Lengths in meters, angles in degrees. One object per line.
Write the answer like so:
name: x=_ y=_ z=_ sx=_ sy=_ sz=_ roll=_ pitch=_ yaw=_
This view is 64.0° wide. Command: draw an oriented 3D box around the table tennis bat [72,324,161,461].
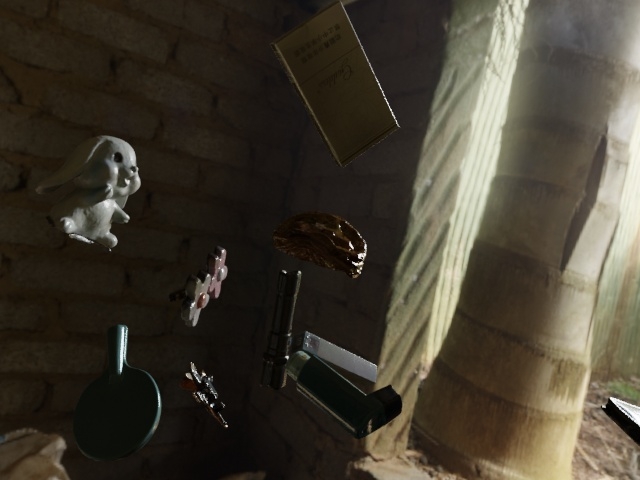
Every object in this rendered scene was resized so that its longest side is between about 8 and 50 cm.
table tennis bat: x=-0.352 y=0.256 z=0.887 sx=0.149 sy=0.237 sz=0.038 roll=-15 pitch=-32 yaw=-1

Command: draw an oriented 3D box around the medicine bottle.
medicine bottle: x=0.043 y=0.321 z=1.103 sx=0.258 sy=0.079 sz=0.124 roll=27 pitch=49 yaw=34

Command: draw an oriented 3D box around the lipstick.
lipstick: x=0.058 y=0.454 z=1.946 sx=0.372 sy=0.079 sz=0.076 roll=31 pitch=-41 yaw=-28

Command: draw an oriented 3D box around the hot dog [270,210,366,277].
hot dog: x=0.003 y=-0.001 z=1.360 sx=0.259 sy=0.114 sz=0.175 roll=22 pitch=34 yaw=-4

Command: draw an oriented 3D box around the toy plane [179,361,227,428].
toy plane: x=-0.281 y=0.395 z=1.297 sx=0.188 sy=0.062 sz=0.135 roll=49 pitch=5 yaw=-7

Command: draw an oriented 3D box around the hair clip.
hair clip: x=-0.292 y=0.111 z=1.271 sx=0.075 sy=0.146 sz=0.257 roll=10 pitch=27 yaw=17

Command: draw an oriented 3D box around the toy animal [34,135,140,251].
toy animal: x=-0.588 y=-0.125 z=1.341 sx=0.174 sy=0.289 sz=0.249 roll=31 pitch=-25 yaw=18

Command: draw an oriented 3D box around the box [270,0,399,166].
box: x=0.024 y=-0.212 z=0.713 sx=0.198 sy=0.109 sz=0.029 roll=58 pitch=-9 yaw=-29

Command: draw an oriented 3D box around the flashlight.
flashlight: x=-0.134 y=0.304 z=1.777 sx=0.103 sy=0.423 sz=0.103 roll=10 pitch=4 yaw=-1

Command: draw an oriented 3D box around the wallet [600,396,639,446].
wallet: x=0.654 y=0.373 z=0.954 sx=0.222 sy=0.036 sz=0.167 roll=18 pitch=16 yaw=-18
